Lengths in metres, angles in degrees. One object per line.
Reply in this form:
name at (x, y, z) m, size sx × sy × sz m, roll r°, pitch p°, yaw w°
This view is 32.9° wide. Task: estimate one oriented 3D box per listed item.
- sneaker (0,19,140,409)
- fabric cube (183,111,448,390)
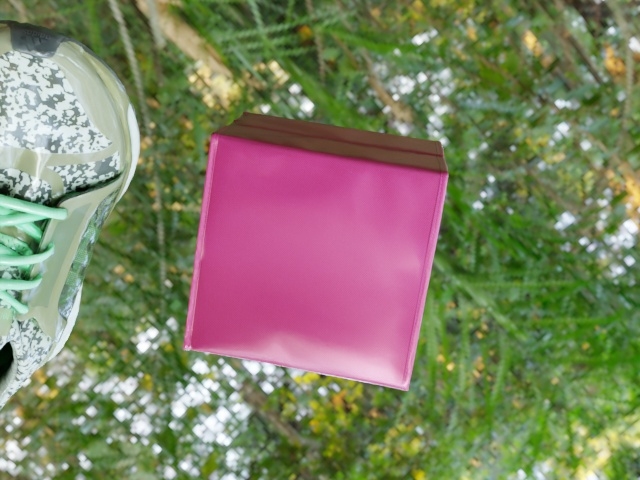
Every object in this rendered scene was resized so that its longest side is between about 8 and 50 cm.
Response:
sneaker at (-0.250, 0.017, 0.881) m, size 0.182 × 0.158 × 0.410 m, roll -86°, pitch -168°, yaw -48°
fabric cube at (0.000, 0.000, 1.286) m, size 0.259 × 0.258 × 0.254 m, roll -71°, pitch 169°, yaw -76°
